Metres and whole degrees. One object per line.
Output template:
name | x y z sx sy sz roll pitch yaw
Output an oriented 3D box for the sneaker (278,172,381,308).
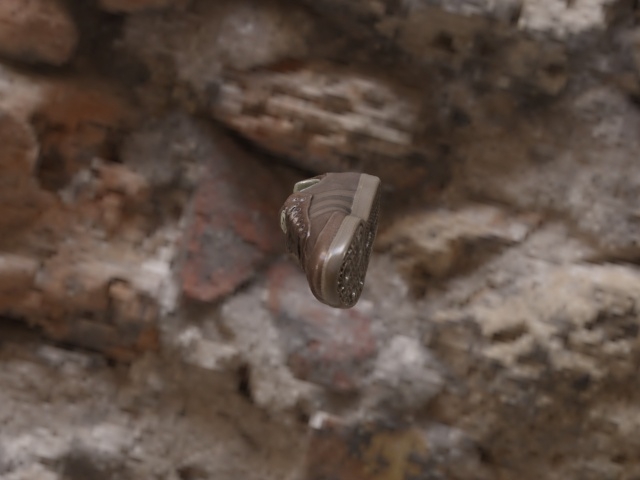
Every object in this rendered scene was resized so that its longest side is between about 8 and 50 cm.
sneaker | 0.000 0.000 1.187 0.071 0.066 0.188 4 20 9
